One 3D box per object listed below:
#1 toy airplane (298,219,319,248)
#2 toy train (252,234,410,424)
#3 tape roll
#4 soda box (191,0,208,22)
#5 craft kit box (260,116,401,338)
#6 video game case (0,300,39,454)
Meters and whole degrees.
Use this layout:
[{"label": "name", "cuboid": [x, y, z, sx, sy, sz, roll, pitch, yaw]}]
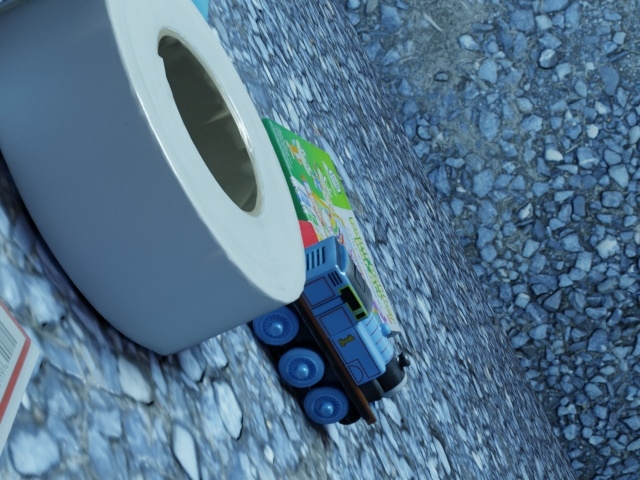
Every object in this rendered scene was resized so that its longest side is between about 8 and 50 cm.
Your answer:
[{"label": "toy airplane", "cuboid": [-0.051, -0.027, 1.082, 0.151, 0.028, 0.151, 34, 30, -23]}, {"label": "toy train", "cuboid": [0.011, 0.089, 1.016, 0.184, 0.105, 0.080, 60, 14, -23]}, {"label": "tape roll", "cuboid": [-0.118, -0.066, 0.796, 0.286, 0.100, 0.286, 59, 14, -26]}, {"label": "soda box", "cuboid": [-0.151, -0.244, 1.054, 0.067, 0.071, 0.210, 59, 14, -31]}, {"label": "craft kit box", "cuboid": [0.000, 0.000, 1.265, 0.246, 0.061, 0.250, 23, 44, -75]}, {"label": "video game case", "cuboid": [-0.219, 0.000, 0.429, 0.285, 0.025, 0.204, 60, 14, -25]}]
